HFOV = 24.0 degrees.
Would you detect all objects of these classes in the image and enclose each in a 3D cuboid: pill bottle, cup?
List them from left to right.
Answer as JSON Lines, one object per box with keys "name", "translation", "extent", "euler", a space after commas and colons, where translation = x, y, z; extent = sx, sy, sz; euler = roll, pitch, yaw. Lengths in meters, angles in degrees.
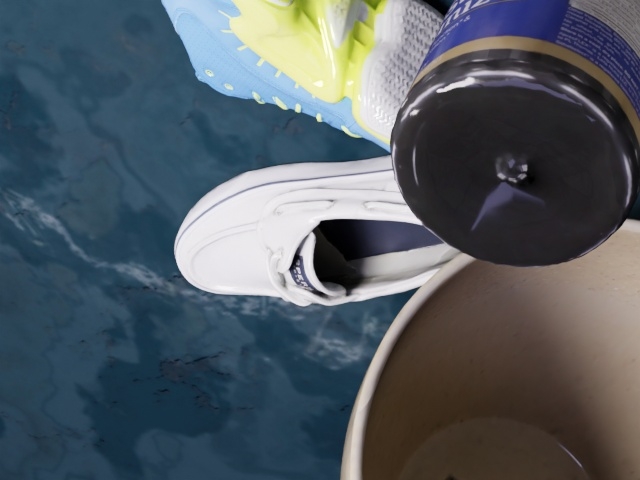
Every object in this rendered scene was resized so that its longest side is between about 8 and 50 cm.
{"name": "pill bottle", "translation": [0.122, -0.095, 0.793], "extent": [0.122, 0.219, 0.123], "euler": [11, 130, 13]}
{"name": "cup", "translation": [0.151, 0.175, 0.977], "extent": [0.331, 0.331, 0.237], "euler": [30, 158, -3]}

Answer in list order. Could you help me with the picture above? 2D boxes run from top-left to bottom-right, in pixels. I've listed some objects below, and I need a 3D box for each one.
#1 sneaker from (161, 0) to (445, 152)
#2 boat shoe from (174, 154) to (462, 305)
{"name": "sneaker", "translation": [-0.002, -0.116, 0.935], "extent": [0.240, 0.091, 0.126], "euler": [42, 149, -15]}
{"name": "boat shoe", "translation": [0.000, 0.000, 1.013], "extent": [0.258, 0.084, 0.095], "euler": [-16, 120, 32]}
